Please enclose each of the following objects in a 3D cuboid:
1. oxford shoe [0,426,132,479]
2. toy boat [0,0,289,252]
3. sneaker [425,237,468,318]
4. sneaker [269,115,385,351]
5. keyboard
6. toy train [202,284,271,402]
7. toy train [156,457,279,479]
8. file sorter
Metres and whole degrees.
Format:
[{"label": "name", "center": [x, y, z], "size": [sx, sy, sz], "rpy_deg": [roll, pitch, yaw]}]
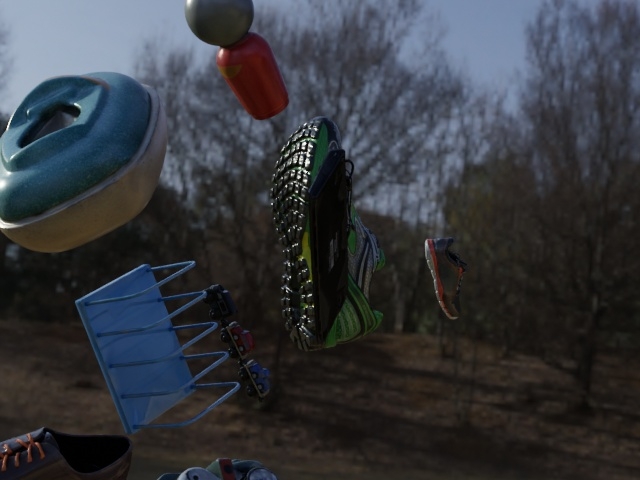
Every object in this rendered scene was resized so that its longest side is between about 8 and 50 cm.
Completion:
[{"label": "oxford shoe", "center": [-0.297, 0.213, 1.048], "size": [0.271, 0.098, 0.097], "rpy_deg": [7, 31, -48]}, {"label": "toy boat", "center": [-0.192, -0.133, 1.116], "size": [0.318, 0.148, 0.267], "rpy_deg": [-28, 29, 2]}, {"label": "sneaker", "center": [0.231, 0.066, 1.980], "size": [0.064, 0.158, 0.061], "rpy_deg": [-15, 23, 11]}, {"label": "sneaker", "center": [0.014, -0.014, 1.689], "size": [0.146, 0.344, 0.134], "rpy_deg": [-5, 3, -27]}, {"label": "keyboard", "center": [0.000, 0.000, 1.044], "size": [0.038, 0.100, 0.192], "rpy_deg": [15, -44, 17]}, {"label": "toy train", "center": [-0.100, 0.127, 1.408], "size": [0.036, 0.158, 0.027], "rpy_deg": [-24, 3, 16]}, {"label": "toy train", "center": [-0.191, 0.401, 1.521], "size": [0.190, 0.142, 0.334], "rpy_deg": [7, -38, -37]}, {"label": "file sorter", "center": [-0.182, 0.121, 1.316], "size": [0.104, 0.170, 0.118], "rpy_deg": [-11, 14, 38]}]
